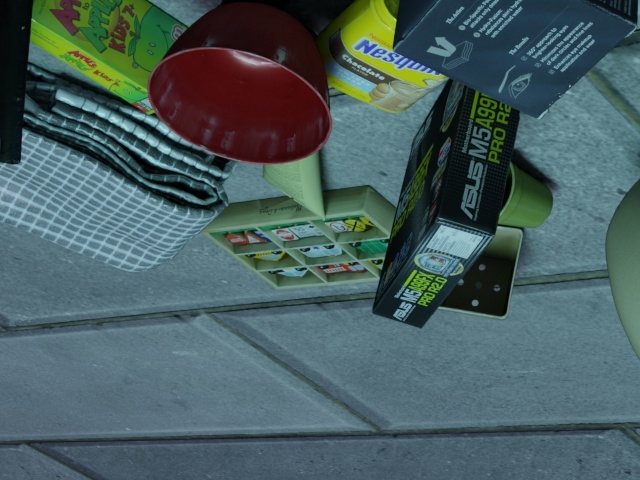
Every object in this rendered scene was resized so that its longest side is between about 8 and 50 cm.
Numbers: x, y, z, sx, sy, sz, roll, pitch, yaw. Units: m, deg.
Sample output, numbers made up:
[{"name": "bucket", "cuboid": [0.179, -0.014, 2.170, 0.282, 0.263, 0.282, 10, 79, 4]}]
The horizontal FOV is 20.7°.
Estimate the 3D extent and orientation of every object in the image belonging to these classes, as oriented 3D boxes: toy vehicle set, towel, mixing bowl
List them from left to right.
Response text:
[{"name": "towel", "cuboid": [-0.270, -0.075, 2.077, 0.284, 0.121, 0.235, 23, 154, -16]}, {"name": "mixing bowl", "cuboid": [-0.067, -0.163, 1.687, 0.181, 0.098, 0.181, 11, 149, 7]}, {"name": "toy vehicle set", "cuboid": [0.000, 0.000, 2.180, 0.267, 0.035, 0.166, -7, 148, 40]}]

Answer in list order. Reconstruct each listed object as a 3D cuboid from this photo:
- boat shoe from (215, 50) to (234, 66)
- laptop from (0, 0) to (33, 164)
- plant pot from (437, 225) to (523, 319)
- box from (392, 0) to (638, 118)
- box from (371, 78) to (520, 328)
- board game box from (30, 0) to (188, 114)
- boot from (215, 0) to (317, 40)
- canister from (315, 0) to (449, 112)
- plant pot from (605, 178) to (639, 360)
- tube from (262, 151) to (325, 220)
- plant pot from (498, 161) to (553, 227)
[{"name": "boat shoe", "cuboid": [-0.104, -0.172, 1.846, 0.083, 0.065, 0.183, 22, 161, -20]}, {"name": "laptop", "cuboid": [-0.436, -0.296, 1.565, 0.408, 0.236, 0.382, 13, 153, -5]}, {"name": "plant pot", "cuboid": [0.183, 0.043, 2.093, 0.109, 0.109, 0.096, 9, 167, 13]}, {"name": "box", "cuboid": [0.171, -0.208, 1.532, 0.158, 0.093, 0.156, 23, 143, -18]}, {"name": "box", "cuboid": [0.130, -0.056, 1.765, 0.060, 0.216, 0.270, 16, 157, -6]}, {"name": "board game box", "cuboid": [-0.220, -0.213, 1.780, 0.181, 0.092, 0.043, 31, 152, -32]}, {"name": "boot", "cuboid": [-0.044, -0.226, 1.715, 0.121, 0.045, 0.099, 19, 150, -12]}, {"name": "canister", "cuboid": [0.078, -0.191, 1.679, 0.126, 0.073, 0.170, 23, 156, -17]}, {"name": "plant pot", "cuboid": [0.398, 0.021, 1.764, 0.191, 0.284, 0.284, 42, 173, 35]}, {"name": "tube", "cuboid": [-0.034, -0.096, 1.974, 0.062, 0.070, 0.240, -11, 157, -4]}, {"name": "plant pot", "cuboid": [0.210, -0.047, 1.919, 0.079, 0.083, 0.083, 17, 159, -37]}]
